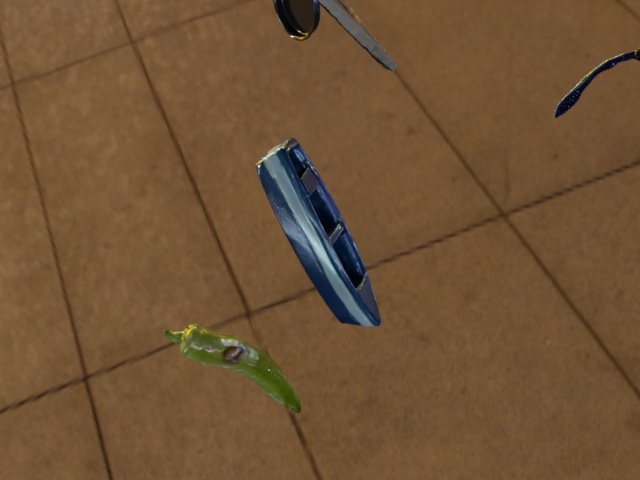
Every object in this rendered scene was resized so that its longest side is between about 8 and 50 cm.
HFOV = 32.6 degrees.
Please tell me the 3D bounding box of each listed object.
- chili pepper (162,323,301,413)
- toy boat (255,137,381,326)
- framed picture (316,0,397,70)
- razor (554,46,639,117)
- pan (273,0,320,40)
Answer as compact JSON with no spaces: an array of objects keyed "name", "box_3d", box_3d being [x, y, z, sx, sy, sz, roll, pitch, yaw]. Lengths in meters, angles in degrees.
[{"name":"chili pepper","box_3d":[-0.075,0.137,1.165,0.049,0.208,0.043,-50,35,6]},{"name":"toy boat","box_3d":[0.000,0.000,1.553,0.062,0.299,0.096,-24,12,18]},{"name":"framed picture","box_3d":[-0.038,-0.315,1.190,0.016,0.289,0.213,-42,49,12]},{"name":"razor","box_3d":[0.392,-0.228,1.553,0.155,0.044,0.028,-36,68,15]},{"name":"pan","box_3d":[-0.062,-0.483,2.011,0.028,0.235,0.136,-27,11,-29]}]
